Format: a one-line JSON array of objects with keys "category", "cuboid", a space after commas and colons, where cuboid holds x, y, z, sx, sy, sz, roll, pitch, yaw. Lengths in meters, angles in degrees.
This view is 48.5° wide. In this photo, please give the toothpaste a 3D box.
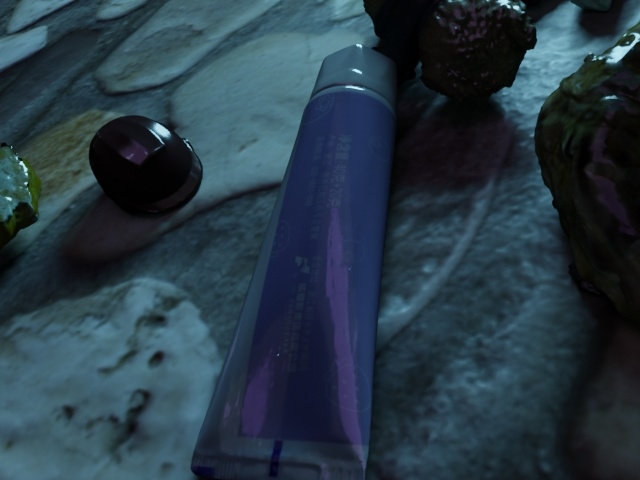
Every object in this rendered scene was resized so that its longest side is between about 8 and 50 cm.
[{"category": "toothpaste", "cuboid": [0.000, 0.000, 0.546, 0.125, 0.080, 0.371, -3, 53, 23]}]

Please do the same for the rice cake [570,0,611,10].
[{"category": "rice cake", "cuboid": [0.310, -0.320, 0.720, 0.045, 0.042, 0.245, 20, 61, 25]}]

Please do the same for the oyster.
[{"category": "oyster", "cuboid": [0.240, -0.054, 0.474, 0.166, 0.094, 0.294, -9, 51, 6]}]

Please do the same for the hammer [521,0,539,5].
[{"category": "hammer", "cuboid": [0.158, -0.321, 0.810, 0.058, 0.029, 0.292, -36, 42, -12]}]

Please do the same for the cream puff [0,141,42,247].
[{"category": "cream puff", "cuboid": [-0.367, -0.033, 0.727, 0.156, 0.156, 0.121, -19, 86, 9]}]

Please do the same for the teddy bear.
[{"category": "teddy bear", "cuboid": [0.100, -0.226, 0.669, 0.182, 0.129, 0.251, -52, 41, 27]}]

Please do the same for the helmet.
[{"category": "helmet", "cuboid": [-0.181, -0.083, 0.709, 0.123, 0.070, 0.098, 23, 61, 40]}]
